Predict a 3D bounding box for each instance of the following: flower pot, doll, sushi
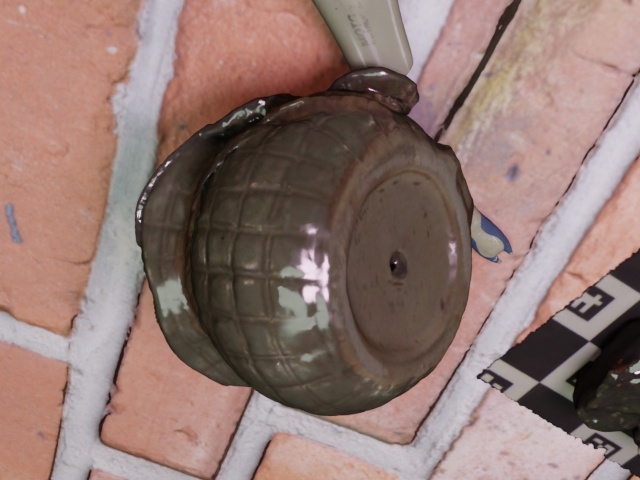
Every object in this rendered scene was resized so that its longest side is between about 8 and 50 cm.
[{"bbox_3d":[0.000,0.000,0.796,0.213,0.302,0.302,2,130,39],"label":"flower pot"},{"bbox_3d":[0.152,-0.019,0.907,0.125,0.027,0.037,40,116,-18],"label":"doll"},{"bbox_3d":[0.410,0.201,0.972,0.373,0.100,0.296,33,125,-13],"label":"sushi"}]

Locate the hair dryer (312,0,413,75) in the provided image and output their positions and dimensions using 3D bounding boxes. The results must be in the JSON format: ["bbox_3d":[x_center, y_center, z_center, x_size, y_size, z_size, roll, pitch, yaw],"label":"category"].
[{"bbox_3d":[0.075,-0.259,0.717,0.298,0.119,0.296,-3,132,-2],"label":"hair dryer"}]
